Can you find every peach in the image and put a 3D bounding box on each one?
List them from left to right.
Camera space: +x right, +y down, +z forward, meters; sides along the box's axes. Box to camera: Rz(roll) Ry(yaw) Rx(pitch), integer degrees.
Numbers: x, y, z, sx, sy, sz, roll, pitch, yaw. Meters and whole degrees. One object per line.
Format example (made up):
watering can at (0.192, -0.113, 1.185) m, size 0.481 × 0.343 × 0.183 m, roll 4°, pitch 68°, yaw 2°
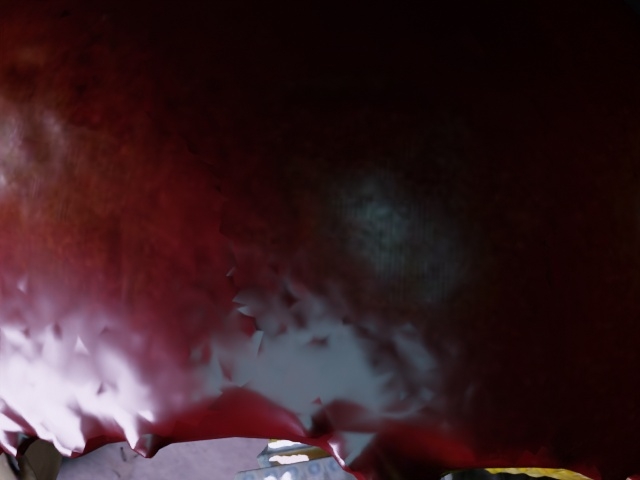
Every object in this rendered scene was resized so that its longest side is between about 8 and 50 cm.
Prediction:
peach at (-0.011, -0.018, 0.936) m, size 0.406 × 0.335 × 0.310 m, roll 6°, pitch 95°, yaw 31°

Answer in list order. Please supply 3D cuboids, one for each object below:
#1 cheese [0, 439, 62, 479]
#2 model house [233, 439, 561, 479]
cheese at (-0.308, 0.126, 1.300) m, size 0.286 × 0.082 × 0.163 m, roll -3°, pitch 123°, yaw 22°
model house at (0.059, 0.201, 1.126) m, size 0.224 × 0.215 × 0.198 m, roll -13°, pitch 112°, yaw 28°
